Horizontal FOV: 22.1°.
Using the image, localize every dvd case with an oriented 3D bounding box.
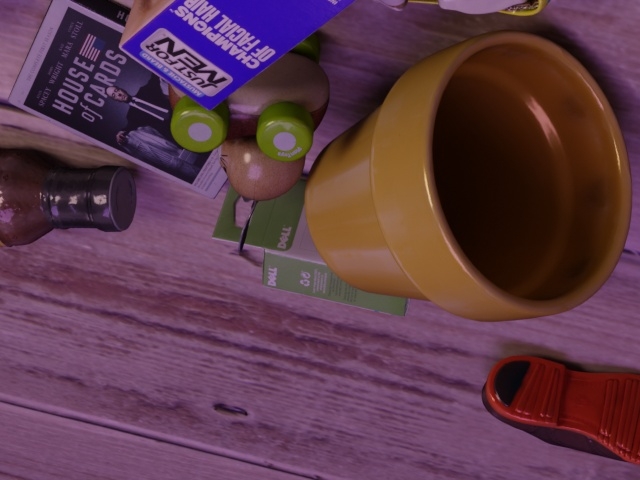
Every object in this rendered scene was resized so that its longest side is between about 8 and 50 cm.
[{"bbox_3d":[-0.179,-0.148,1.647,0.238,0.030,0.179,25,140,-11],"label":"dvd case"}]

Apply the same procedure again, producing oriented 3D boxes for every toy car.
[{"bbox_3d":[-0.072,-0.090,1.547,0.149,0.155,0.188,6,131,-2],"label":"toy car"}]

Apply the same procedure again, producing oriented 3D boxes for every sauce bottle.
[{"bbox_3d":[-0.369,-0.048,1.765,0.344,0.111,0.111,0,138,19],"label":"sauce bottle"}]

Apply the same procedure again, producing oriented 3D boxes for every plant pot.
[{"bbox_3d":[0.116,-0.045,1.516,0.254,0.254,0.239,39,151,-26],"label":"plant pot"}]

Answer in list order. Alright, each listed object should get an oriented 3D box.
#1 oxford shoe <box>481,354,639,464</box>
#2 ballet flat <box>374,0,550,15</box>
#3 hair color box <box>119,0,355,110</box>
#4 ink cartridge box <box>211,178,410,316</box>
[{"bbox_3d":[0.315,0.199,1.857,0.271,0.097,0.098,19,161,3],"label":"oxford shoe"},{"bbox_3d":[0.093,-0.231,1.417,0.231,0.077,0.077,7,141,11],"label":"ballet flat"},{"bbox_3d":[-0.011,-0.268,1.323,0.110,0.185,0.339,33,137,-24],"label":"hair color box"},{"bbox_3d":[0.000,0.000,1.696,0.209,0.109,0.062,12,140,5],"label":"ink cartridge box"}]
